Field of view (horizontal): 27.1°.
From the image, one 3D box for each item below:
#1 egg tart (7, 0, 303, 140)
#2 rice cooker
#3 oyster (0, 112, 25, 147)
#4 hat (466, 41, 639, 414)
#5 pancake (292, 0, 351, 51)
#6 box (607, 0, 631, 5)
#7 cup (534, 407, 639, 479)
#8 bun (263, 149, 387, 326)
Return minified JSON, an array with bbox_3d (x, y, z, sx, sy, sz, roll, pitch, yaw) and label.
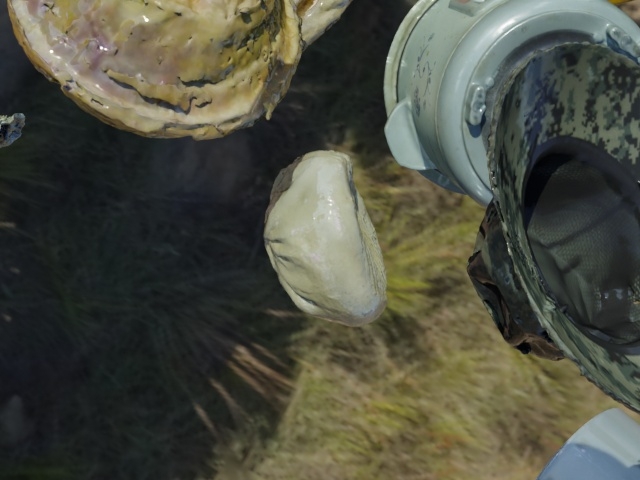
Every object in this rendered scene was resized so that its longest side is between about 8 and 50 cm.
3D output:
[{"bbox_3d":[-0.161,-0.269,1.427,0.352,0.352,0.150,-18,156,-35],"label":"egg tart"},{"bbox_3d":[0.216,-0.162,1.446,0.316,0.316,0.264,-36,111,-27],"label":"rice cooker"},{"bbox_3d":[-0.371,-0.111,1.423,0.100,0.098,0.037,-19,79,-39],"label":"oyster"},{"bbox_3d":[0.174,0.011,0.888,0.265,0.128,0.266,13,65,-30],"label":"hat"},{"bbox_3d":[-0.098,-0.304,1.687,0.065,0.356,0.356,39,77,-40],"label":"pancake"},{"bbox_3d":[0.467,-0.437,1.523,0.115,0.415,0.264,-23,102,-49],"label":"box"},{"bbox_3d":[0.399,0.367,1.535,0.205,0.312,0.205,-34,147,-26],"label":"cup"},{"bbox_3d":[0.000,0.000,1.626,0.133,0.231,0.231,-17,121,9],"label":"bun"}]
